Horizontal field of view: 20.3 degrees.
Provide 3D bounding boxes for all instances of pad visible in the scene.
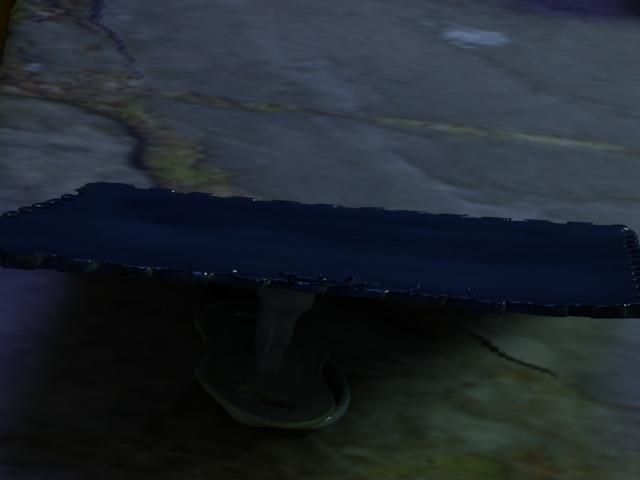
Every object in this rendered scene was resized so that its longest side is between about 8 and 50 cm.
[{"bbox_3d":[0.000,0.000,0.733,0.270,0.012,0.269,5,7,10],"label":"pad"}]

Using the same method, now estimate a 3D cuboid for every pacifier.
[{"bbox_3d":[-0.015,0.040,0.718,0.068,0.064,0.083,13,29,-11],"label":"pacifier"}]

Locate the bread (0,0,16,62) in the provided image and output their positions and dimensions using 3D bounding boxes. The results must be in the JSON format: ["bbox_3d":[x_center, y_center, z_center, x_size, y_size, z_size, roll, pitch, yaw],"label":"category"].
[{"bbox_3d":[-0.223,-0.154,0.970,0.077,0.138,0.361,-17,30,6],"label":"bread"}]
